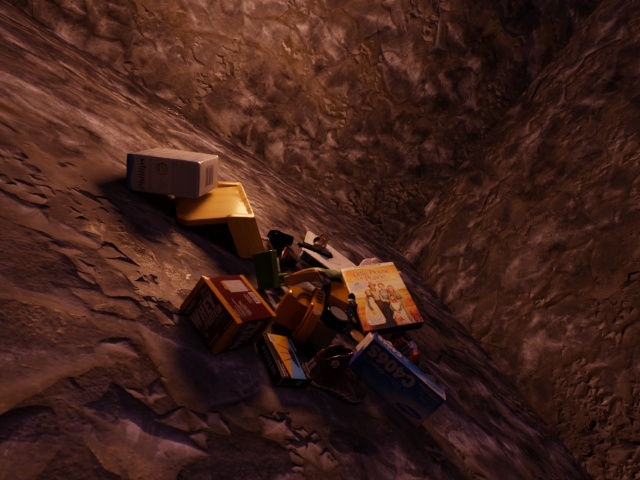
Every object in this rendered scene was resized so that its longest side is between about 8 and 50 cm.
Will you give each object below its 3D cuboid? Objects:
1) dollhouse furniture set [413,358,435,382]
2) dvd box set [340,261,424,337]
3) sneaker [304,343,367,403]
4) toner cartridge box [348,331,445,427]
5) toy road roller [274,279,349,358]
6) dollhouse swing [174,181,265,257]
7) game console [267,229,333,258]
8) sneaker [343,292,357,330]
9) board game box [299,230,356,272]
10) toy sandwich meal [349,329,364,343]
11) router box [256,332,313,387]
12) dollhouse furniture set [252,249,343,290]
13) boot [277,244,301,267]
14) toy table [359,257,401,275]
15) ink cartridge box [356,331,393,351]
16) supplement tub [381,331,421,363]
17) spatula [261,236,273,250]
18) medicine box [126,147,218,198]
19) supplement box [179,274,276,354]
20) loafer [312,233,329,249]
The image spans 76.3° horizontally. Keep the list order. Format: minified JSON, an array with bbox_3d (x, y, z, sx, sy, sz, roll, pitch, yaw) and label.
[{"bbox_3d":[0.514,0.642,1.975,0.151,0.059,0.076,39,15,1],"label":"dollhouse furniture set"},{"bbox_3d":[0.297,0.286,2.061,0.307,0.062,0.421,-6,41,-11],"label":"dvd box set"},{"bbox_3d":[0.086,0.440,1.368,0.281,0.163,0.106,30,17,-29],"label":"sneaker"},{"bbox_3d":[0.293,0.535,1.573,0.347,0.165,0.075,40,16,6],"label":"toner cartridge box"},{"bbox_3d":[-0.037,0.262,1.537,0.240,0.203,0.329,31,18,-6],"label":"toy road roller"},{"bbox_3d":[-0.449,-0.074,1.822,0.347,0.304,0.315,-123,-162,-51],"label":"dollhouse swing"},{"bbox_3d":[-0.103,0.024,2.141,0.361,0.044,0.213,21,4,-4],"label":"game console"},{"bbox_3d":[0.113,0.322,1.889,0.101,0.106,0.267,38,16,-6],"label":"sneaker"},{"bbox_3d":[0.054,0.122,2.434,0.389,0.050,0.390,36,15,-8],"label":"board game box"},{"bbox_3d":[0.163,0.435,1.824,0.085,0.029,0.086,31,18,-11],"label":"toy sandwich meal"},{"bbox_3d":[-0.117,0.381,1.295,0.133,0.046,0.179,23,22,-44],"label":"router box"},{"bbox_3d":[-0.089,0.101,1.640,0.197,0.301,0.152,0,81,-63],"label":"dollhouse furniture set"},{"bbox_3d":[-0.150,0.088,2.003,0.106,0.082,0.219,34,14,-5],"label":"boot"},{"bbox_3d":[0.323,0.233,2.323,0.275,0.252,0.161,61,-11,1],"label":"toy table"},{"bbox_3d":[0.238,0.470,1.757,0.135,0.099,0.056,30,17,-26],"label":"ink cartridge box"},{"bbox_3d":[0.390,0.504,1.975,0.117,0.117,0.190,19,24,-52],"label":"supplement tub"},{"bbox_3d":[-0.304,-0.023,2.032,0.296,0.030,0.084,42,-26,32],"label":"spatula"},{"bbox_3d":[-0.603,-0.287,1.693,0.288,0.149,0.263,7,17,1],"label":"medicine box"},{"bbox_3d":[-0.277,0.217,1.238,0.191,0.129,0.194,45,17,22],"label":"supplement box"},{"bbox_3d":[0.000,0.000,2.409,0.078,0.080,0.220,37,15,-7],"label":"loafer"}]
